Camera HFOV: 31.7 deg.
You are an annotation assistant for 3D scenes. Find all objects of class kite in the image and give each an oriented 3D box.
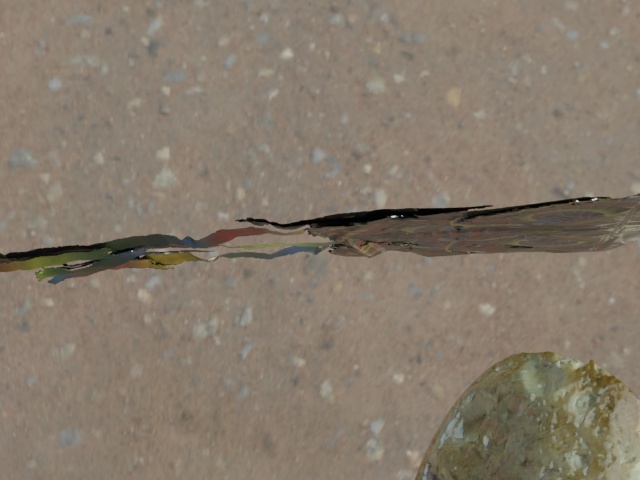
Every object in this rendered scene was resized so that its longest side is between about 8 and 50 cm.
[{"bbox_3d":[0.000,0.000,0.483,0.285,0.152,0.015,-5,81,5],"label":"kite"}]

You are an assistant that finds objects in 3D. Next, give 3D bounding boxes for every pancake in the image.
[{"bbox_3d":[0.067,0.105,0.410,0.022,0.139,0.139,24,55,-21],"label":"pancake"}]
